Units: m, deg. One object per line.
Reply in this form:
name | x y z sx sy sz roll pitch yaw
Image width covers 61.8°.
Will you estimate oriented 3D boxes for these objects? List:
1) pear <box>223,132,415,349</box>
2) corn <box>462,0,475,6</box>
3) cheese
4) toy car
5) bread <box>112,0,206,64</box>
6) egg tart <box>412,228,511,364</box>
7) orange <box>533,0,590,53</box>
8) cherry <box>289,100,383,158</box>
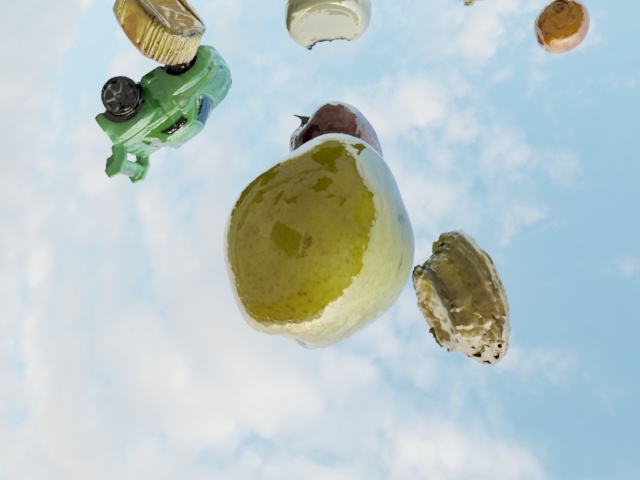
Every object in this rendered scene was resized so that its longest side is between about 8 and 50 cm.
pear | 0.000 0.000 1.033 0.362 0.362 0.418 13 -108 36
corn | 0.385 -0.705 1.258 0.086 0.086 0.288 26 -60 38
cheese | 0.016 -0.433 0.946 0.163 0.249 0.070 3 -103 -2
toy car | -0.362 -0.302 1.256 0.359 0.213 0.176 -31 -94 3
bread | -0.328 -0.443 1.085 0.190 0.132 0.114 53 -44 9
egg tart | 0.180 0.082 0.710 0.074 0.191 0.191 -19 -124 -11
orange | 0.377 -0.334 0.833 0.084 0.083 0.083 -13 -116 29
cherry | 0.046 -0.218 1.345 0.230 0.300 0.203 -32 -166 50
